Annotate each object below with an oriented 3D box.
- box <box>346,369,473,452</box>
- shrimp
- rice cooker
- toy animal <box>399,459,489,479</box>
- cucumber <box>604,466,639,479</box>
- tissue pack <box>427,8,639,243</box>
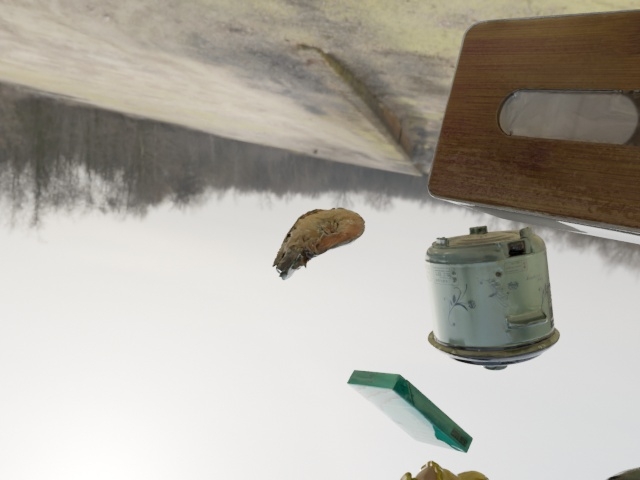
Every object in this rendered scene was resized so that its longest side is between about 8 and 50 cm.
[{"bbox_3d":[0.179,0.346,1.154,0.226,0.042,0.160,43,152,-18],"label":"box"},{"bbox_3d":[0.000,0.000,1.173,0.164,0.062,0.317,-2,-156,22],"label":"shrimp"},{"bbox_3d":[0.351,0.123,1.176,0.264,0.317,0.316,-9,-165,-21],"label":"rice cooker"},{"bbox_3d":[0.265,0.545,1.182,0.229,0.156,0.156,22,-176,-18],"label":"toy animal"},{"bbox_3d":[0.510,0.349,0.787,0.243,0.115,0.063,6,-156,-1],"label":"cucumber"},{"bbox_3d":[0.240,-0.083,0.464,0.246,0.160,0.135,15,-178,43],"label":"tissue pack"}]
